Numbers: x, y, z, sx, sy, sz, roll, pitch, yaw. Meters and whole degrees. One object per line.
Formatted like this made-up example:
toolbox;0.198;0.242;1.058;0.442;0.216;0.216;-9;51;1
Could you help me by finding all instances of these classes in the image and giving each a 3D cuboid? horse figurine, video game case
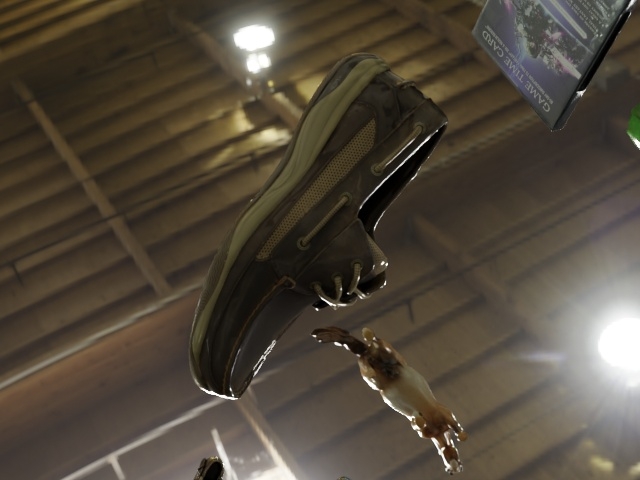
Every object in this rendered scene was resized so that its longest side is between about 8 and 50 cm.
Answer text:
horse figurine;0.104;0.194;1.385;0.066;0.174;0.263;-45;-100;-3
video game case;0.295;-0.300;1.339;0.026;0.274;0.196;-18;-121;-28

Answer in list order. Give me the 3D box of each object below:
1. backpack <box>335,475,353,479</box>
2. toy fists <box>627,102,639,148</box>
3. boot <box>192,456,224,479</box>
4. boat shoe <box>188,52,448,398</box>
backpack;0.030;0.371;1.414;0.105;0.084;0.114;32;-158;18
toy fists;0.414;-0.137;0.948;0.279;0.096;0.142;-38;-157;8
boot;-0.153;0.328;1.341;0.042;0.087;0.118;20;-113;-8
boat shoe;0.000;0.000;0.994;0.130;0.132;0.355;29;-87;15
